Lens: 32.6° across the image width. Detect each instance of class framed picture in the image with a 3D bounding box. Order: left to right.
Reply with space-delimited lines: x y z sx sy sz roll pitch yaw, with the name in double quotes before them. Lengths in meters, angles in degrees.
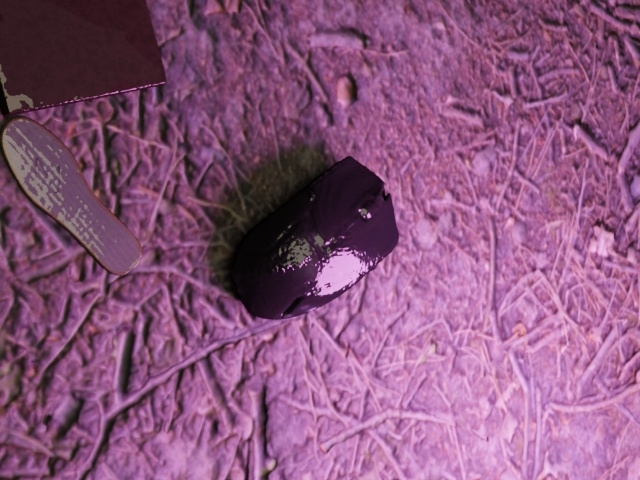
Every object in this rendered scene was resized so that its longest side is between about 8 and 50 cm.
"framed picture" -0.242 -0.198 1.060 0.168 0.023 0.128 -18 96 -34

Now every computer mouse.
"computer mouse" 0.000 0.000 1.179 0.217 0.073 0.122 -39 107 -31

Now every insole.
"insole" -0.241 -0.041 1.060 0.064 0.004 0.188 -49 112 -25
